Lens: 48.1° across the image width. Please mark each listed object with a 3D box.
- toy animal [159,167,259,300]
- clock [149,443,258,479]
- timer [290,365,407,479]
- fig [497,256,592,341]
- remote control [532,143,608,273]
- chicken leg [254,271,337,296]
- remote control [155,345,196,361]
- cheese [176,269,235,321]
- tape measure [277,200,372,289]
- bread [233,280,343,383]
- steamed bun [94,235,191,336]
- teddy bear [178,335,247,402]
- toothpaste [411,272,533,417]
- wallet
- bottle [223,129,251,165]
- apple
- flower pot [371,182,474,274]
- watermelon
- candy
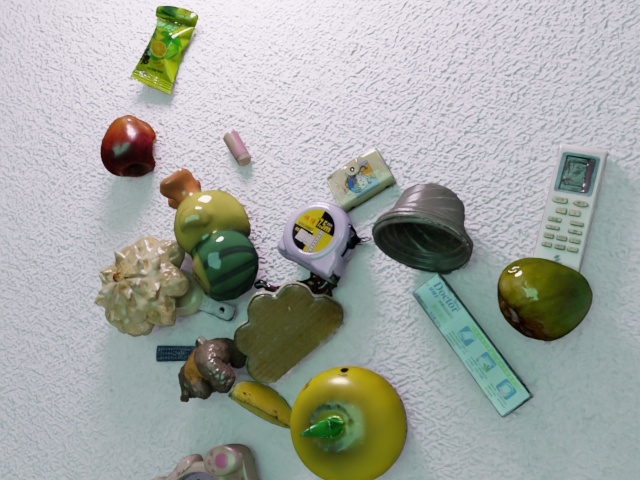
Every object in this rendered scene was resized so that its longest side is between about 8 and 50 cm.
[{"bbox_3d":[-0.266,-0.013,1.825,0.191,0.216,0.338,-24,73,-11],"label":"toy animal"},{"bbox_3d":[-0.282,0.662,1.738,0.309,0.114,0.284,-23,71,18],"label":"clock"},{"bbox_3d":[0.045,0.406,1.569,0.285,0.285,0.286,-4,78,22],"label":"timer"},{"bbox_3d":[0.469,0.119,1.500,0.190,0.181,0.181,-10,75,-4],"label":"fig"},{"bbox_3d":[0.546,-0.069,1.569,0.102,0.055,0.278,13,85,24],"label":"remote control"},{"bbox_3d":[-0.061,0.126,1.788,0.219,0.048,0.090,-11,73,21],"label":"chicken leg"},{"bbox_3d":[-0.369,0.300,1.895,0.152,0.027,0.044,-4,84,24],"label":"remote control"},{"bbox_3d":[-0.325,0.161,1.889,0.234,0.049,0.127,19,87,26],"label":"cheese"},{"bbox_3d":[0.004,-0.002,1.754,0.196,0.105,0.178,33,85,30],"label":"tape measure"},{"bbox_3d":[-0.092,0.204,1.733,0.286,0.056,0.207,-38,100,6],"label":"bread"},{"bbox_3d":[-0.475,0.108,1.878,0.292,0.137,0.295,-42,50,11],"label":"steamed bun"},{"bbox_3d":[-0.284,0.322,1.783,0.140,0.177,0.190,39,121,-7],"label":"teddy bear"},{"bbox_3d":[0.336,0.227,1.593,0.081,0.067,0.337,-39,67,12],"label":"toothpaste"},{"bbox_3d":[0.098,-0.151,1.780,0.155,0.039,0.110,-31,71,13],"label":"wallet"},{"bbox_3d":[-0.223,-0.248,1.931,0.045,0.045,0.096,-36,71,12],"label":"bottle"},{"bbox_3d":[-0.541,-0.267,2.015,0.156,0.147,0.158,-29,68,38],"label":"apple"},{"bbox_3d":[0.242,-0.039,1.620,0.235,0.235,0.141,9,61,24],"label":"flower pot"},{"bbox_3d":[-0.139,0.386,1.739,0.181,0.092,0.075,32,69,-13],"label":"watermelon"},{"bbox_3d":[-0.450,-0.554,2.071,0.148,0.069,0.247,20,83,20],"label":"candy"}]
